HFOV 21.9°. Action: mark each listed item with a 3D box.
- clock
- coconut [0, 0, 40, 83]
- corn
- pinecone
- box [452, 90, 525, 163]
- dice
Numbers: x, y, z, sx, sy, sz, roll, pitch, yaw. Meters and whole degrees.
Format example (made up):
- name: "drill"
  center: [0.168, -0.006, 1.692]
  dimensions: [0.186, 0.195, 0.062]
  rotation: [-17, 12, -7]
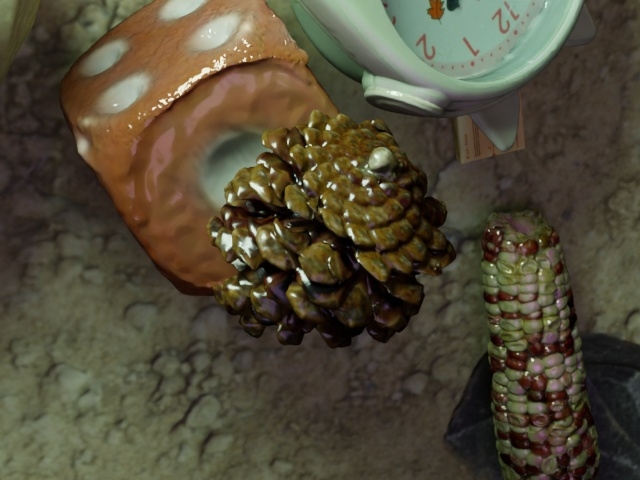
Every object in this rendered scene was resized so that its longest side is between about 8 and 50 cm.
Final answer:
- name: "clock"
  center: [0.081, -0.222, 1.203]
  dimensions: [0.265, 0.109, 0.324]
  rotation: [-51, 122, -22]
- name: "coconut"
  center: [-0.287, -0.191, 1.052]
  dimensions: [0.259, 0.259, 0.259]
  rotation: [-7, 116, -15]
- name: "corn"
  center: [0.191, 0.106, 1.444]
  dimensions: [0.092, 0.092, 0.280]
  rotation: [-14, 114, -12]
- name: "pinecone"
  center: [0.000, 0.000, 1.103]
  dimensions: [0.174, 0.173, 0.173]
  rotation: [-7, 116, -15]
- name: "box"
  center: [0.137, -0.113, 1.367]
  dimensions: [0.058, 0.015, 0.093]
  rotation: [-13, 118, -10]
- name: "dice"
  center: [-0.082, -0.080, 1.222]
  dimensions: [0.174, 0.179, 0.175]
  rotation: [-35, 124, -1]
